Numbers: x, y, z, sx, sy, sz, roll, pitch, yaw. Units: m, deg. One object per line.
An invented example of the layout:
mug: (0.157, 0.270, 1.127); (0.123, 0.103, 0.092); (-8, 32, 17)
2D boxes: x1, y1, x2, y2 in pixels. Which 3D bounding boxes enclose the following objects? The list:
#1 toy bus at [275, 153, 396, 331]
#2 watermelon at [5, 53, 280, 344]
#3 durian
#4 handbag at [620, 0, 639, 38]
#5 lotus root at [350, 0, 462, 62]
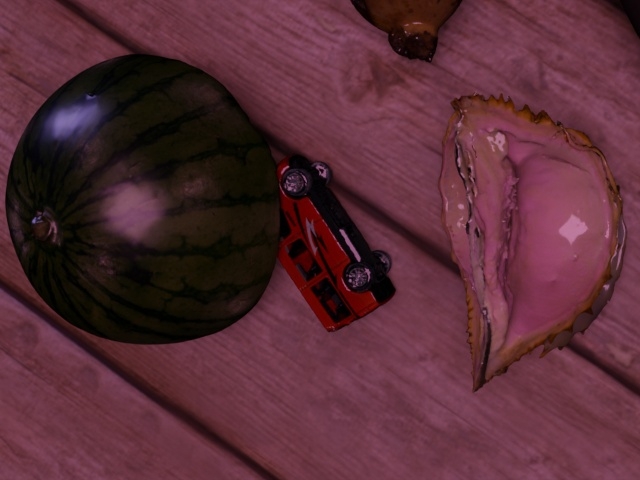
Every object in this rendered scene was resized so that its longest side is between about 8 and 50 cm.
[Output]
toy bus: (0.000, 0.000, 1.196); (0.089, 0.081, 0.195); (-34, 88, 22)
watermelon: (-0.213, -0.035, 1.157); (0.331, 0.189, 0.330); (6, 107, 20)
durian: (0.226, -0.010, 1.117); (0.196, 0.185, 0.305); (-10, 97, -7)
handbag: (0.419, -0.290, 1.020); (0.285, 0.113, 0.257); (-33, 117, 17)
lotus root: (0.091, -0.314, 1.121); (0.145, 0.128, 0.260); (-2, 96, 38)
